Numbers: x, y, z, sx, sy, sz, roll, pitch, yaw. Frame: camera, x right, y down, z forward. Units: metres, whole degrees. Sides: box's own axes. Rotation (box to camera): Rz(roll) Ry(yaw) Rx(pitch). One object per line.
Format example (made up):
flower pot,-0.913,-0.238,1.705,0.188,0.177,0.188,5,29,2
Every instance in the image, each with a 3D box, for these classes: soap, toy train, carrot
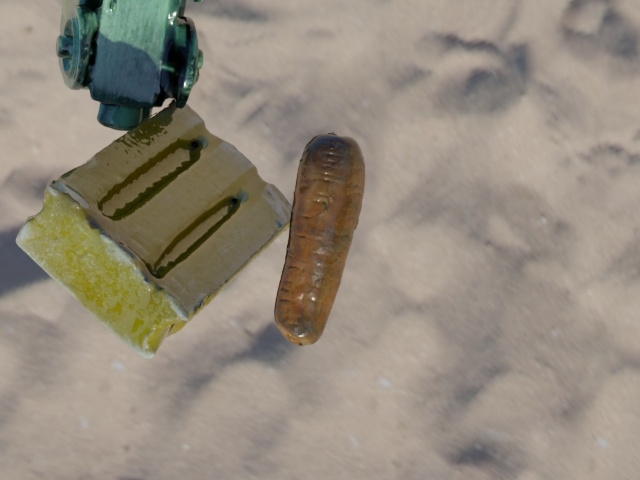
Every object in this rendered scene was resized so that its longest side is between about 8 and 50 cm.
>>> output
soap,-0.165,-0.019,1.808,0.199,0.315,0.091,44,118,-1
toy train,-0.214,-0.283,1.912,0.166,0.238,0.299,5,114,-19
carrot,0.000,0.000,1.456,0.060,0.060,0.186,10,92,20
